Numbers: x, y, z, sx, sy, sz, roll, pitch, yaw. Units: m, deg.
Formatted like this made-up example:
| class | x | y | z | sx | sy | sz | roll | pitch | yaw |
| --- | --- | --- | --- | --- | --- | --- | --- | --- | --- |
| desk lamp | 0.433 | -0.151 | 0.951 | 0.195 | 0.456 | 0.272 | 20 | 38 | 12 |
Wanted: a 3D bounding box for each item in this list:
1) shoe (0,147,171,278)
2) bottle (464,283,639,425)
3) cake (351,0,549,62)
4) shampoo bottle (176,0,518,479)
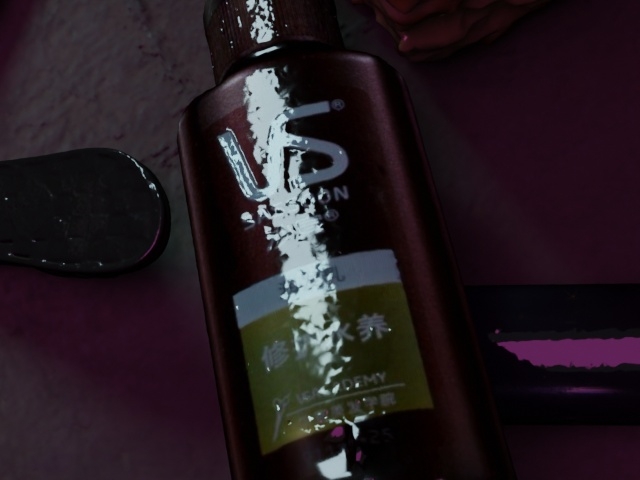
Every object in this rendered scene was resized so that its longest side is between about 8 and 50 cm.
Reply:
| class | x | y | z | sx | sy | sz | roll | pitch | yaw |
| --- | --- | --- | --- | --- | --- | --- | --- | --- | --- |
| shoe | -0.146 | -0.011 | 0.903 | 0.179 | 0.049 | 0.071 | 1 | 75 | 33 |
| bottle | 0.105 | 0.055 | 0.814 | 0.244 | 0.072 | 0.082 | -2 | 63 | 13 |
| cake | 0.071 | -0.287 | 0.756 | 0.314 | 0.307 | 0.293 | -37 | 68 | 6 |
| shampoo bottle | 0.000 | 0.000 | 0.785 | 0.129 | 0.084 | 0.323 | -16 | 55 | 7 |
